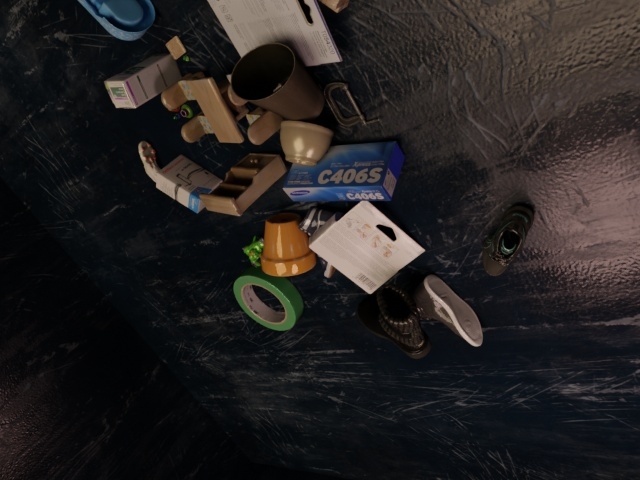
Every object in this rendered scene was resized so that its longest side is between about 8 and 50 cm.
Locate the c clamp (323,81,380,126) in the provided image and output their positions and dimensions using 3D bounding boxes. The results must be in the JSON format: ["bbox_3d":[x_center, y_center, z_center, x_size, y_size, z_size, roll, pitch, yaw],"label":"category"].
[{"bbox_3d":[0.083,-0.395,1.490,0.137,0.022,0.160,-15,118,49],"label":"c clamp"}]

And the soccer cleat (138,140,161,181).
[{"bbox_3d":[-0.696,-0.314,2.092,0.076,0.068,0.196,9,134,34],"label":"soccer cleat"}]

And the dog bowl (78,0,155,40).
[{"bbox_3d":[-0.656,-0.754,1.600,0.297,0.166,0.074,46,151,-9],"label":"dog bowl"}]

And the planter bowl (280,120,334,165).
[{"bbox_3d":[-0.049,-0.285,1.541,0.162,0.162,0.109,11,92,28],"label":"planter bowl"}]

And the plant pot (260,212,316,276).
[{"bbox_3d":[-0.126,0.004,1.881,0.205,0.205,0.187,8,115,31],"label":"plant pot"}]

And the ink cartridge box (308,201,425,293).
[{"bbox_3d":[0.154,0.013,1.720,0.296,0.066,0.261,38,116,-21],"label":"ink cartridge box"}]

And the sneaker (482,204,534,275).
[{"bbox_3d":[0.523,0.018,1.479,0.101,0.106,0.267,22,138,16],"label":"sneaker"}]

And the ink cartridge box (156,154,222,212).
[{"bbox_3d":[-0.505,-0.219,1.972,0.203,0.148,0.085,32,140,7],"label":"ink cartridge box"}]

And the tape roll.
[{"bbox_3d":[-0.230,0.257,2.260,0.322,0.077,0.321,20,135,21],"label":"tape roll"}]

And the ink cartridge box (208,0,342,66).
[{"bbox_3d":[-0.128,-0.606,1.352,0.331,0.071,0.324,5,145,32],"label":"ink cartridge box"}]

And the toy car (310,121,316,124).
[{"bbox_3d":[-0.063,-0.396,1.595,0.122,0.060,0.040,39,97,-25],"label":"toy car"}]

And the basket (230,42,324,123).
[{"bbox_3d":[-0.096,-0.420,1.422,0.205,0.227,0.154,-6,79,30],"label":"basket"}]

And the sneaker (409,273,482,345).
[{"bbox_3d":[0.424,0.256,1.772,0.295,0.104,0.147,48,140,-2],"label":"sneaker"}]

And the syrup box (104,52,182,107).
[{"bbox_3d":[-0.575,-0.525,1.681,0.093,0.237,0.096,9,131,31],"label":"syrup box"}]

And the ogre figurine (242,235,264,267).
[{"bbox_3d":[-0.233,0.045,2.064,0.118,0.096,0.197,38,158,-27],"label":"ogre figurine"}]

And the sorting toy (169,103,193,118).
[{"bbox_3d":[-0.508,-0.463,1.836,0.102,0.042,0.061,30,138,9],"label":"sorting toy"}]

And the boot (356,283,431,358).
[{"bbox_3d":[0.228,0.243,1.783,0.348,0.131,0.260,28,159,44],"label":"boot"}]

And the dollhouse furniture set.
[{"bbox_3d":[-0.314,-0.314,1.626,0.362,0.256,0.394,11,139,41],"label":"dollhouse furniture set"}]

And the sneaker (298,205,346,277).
[{"bbox_3d":[0.000,0.000,1.841,0.153,0.099,0.282,19,129,15],"label":"sneaker"}]

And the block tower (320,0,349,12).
[{"bbox_3d":[0.076,-0.693,1.171,0.097,0.091,0.335,35,140,3],"label":"block tower"}]

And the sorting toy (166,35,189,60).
[{"bbox_3d":[-0.465,-0.621,1.686,0.062,0.012,0.083,-17,112,38],"label":"sorting toy"}]

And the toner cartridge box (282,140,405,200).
[{"bbox_3d":[0.065,-0.205,1.553,0.348,0.165,0.075,2,149,34],"label":"toner cartridge box"}]
